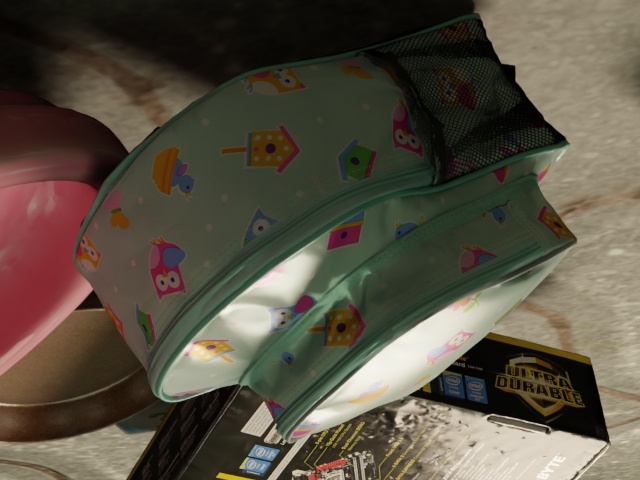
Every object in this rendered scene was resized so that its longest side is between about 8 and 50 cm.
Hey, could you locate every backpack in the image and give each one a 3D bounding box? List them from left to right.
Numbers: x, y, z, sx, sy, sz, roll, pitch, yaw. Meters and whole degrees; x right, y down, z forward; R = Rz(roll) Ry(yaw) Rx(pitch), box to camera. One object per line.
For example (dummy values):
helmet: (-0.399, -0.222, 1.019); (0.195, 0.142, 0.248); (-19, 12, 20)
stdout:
backpack: (0.000, 0.000, 0.622); (0.188, 0.144, 0.166); (-8, 154, -41)

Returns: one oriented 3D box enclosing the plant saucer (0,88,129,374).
plant saucer: (-0.235, 0.034, 0.636); (0.332, 0.084, 0.332); (-33, 168, -8)

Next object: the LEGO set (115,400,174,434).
LEGO set: (-0.212, 0.133, 1.071); (0.244, 0.060, 0.182); (-9, 154, 8)

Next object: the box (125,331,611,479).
box: (0.008, 0.175, 1.034); (0.257, 0.079, 0.322); (16, 133, -19)

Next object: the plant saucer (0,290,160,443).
plant saucer: (-0.167, 0.079, 0.946); (0.168, 0.029, 0.168); (-13, 149, -8)
